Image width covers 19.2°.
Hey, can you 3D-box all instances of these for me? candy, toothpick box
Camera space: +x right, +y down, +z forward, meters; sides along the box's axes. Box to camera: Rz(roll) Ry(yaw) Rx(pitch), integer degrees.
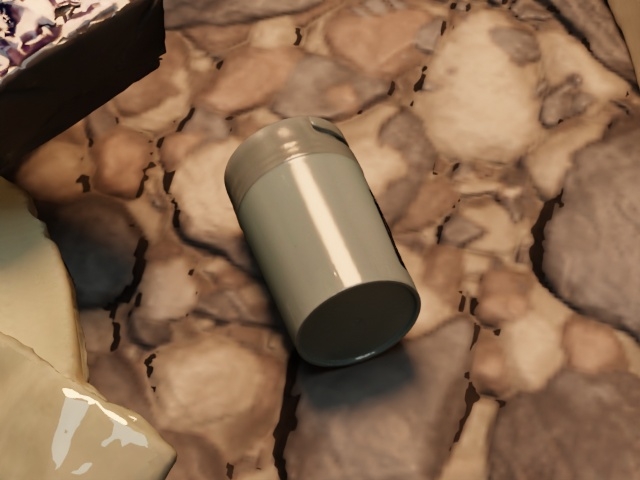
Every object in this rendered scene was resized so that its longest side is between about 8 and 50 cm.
[{"bbox_3d":[-0.183,-0.161,0.727,0.088,0.061,0.312,-33,68,-21],"label":"candy"},{"bbox_3d":[0.000,0.000,0.711,0.052,0.052,0.083,-16,54,-12],"label":"toothpick box"}]

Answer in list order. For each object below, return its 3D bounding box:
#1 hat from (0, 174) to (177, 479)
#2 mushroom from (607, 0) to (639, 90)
[{"bbox_3d":[-0.214,0.030,0.630,0.168,0.258,0.301,-51,30,11],"label":"hat"},{"bbox_3d":[0.265,-0.153,0.810,0.328,0.122,0.159,-17,89,-12],"label":"mushroom"}]
